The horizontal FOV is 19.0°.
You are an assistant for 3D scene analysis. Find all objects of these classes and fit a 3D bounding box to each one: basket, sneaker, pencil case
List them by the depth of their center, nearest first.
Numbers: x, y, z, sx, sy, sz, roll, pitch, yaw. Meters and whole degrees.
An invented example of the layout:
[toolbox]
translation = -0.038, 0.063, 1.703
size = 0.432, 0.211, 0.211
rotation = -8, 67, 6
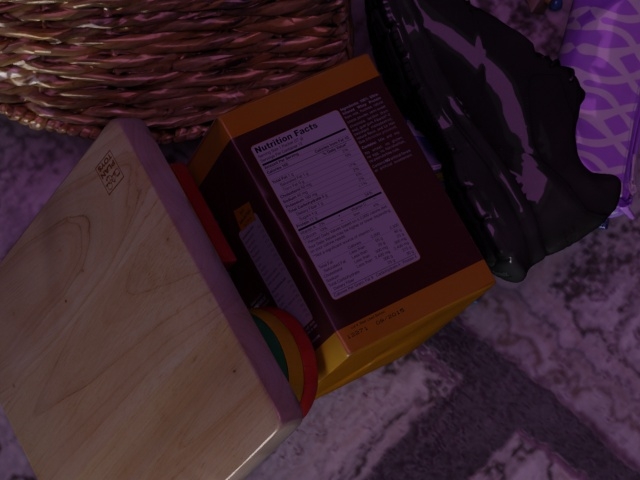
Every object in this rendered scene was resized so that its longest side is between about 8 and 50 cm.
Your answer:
[sneaker]
translation = 0.125, -0.116, 1.436
size = 0.130, 0.109, 0.286
rotation = -26, 85, -7
[pencil case]
translation = 0.225, -0.117, 1.500
size = 0.088, 0.086, 0.206
rotation = 5, 79, 38
[basket]
translation = -0.122, -0.205, 1.516
size = 0.299, 0.223, 0.213
rotation = -4, 113, -1

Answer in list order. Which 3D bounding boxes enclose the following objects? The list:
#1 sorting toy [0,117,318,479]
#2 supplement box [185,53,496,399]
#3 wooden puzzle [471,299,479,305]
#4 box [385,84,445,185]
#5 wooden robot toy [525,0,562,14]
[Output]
[sorting toy]
translation = -0.122, 0.085, 1.388
size = 0.089, 0.257, 0.255
rotation = -8, 61, -45
[supplement box]
translation = 0.000, 0.000, 1.414
size = 0.129, 0.191, 0.194
rotation = -25, 80, -23
[wooden puzzle]
translation = 0.093, 0.035, 1.514
size = 0.083, 0.006, 0.049
rotation = -21, 80, -4
[box]
translation = 0.078, -0.127, 1.517
size = 0.054, 0.059, 0.169
rotation = -10, 80, 3
[wooden robot toy]
translation = 0.197, -0.264, 1.540
size = 0.079, 0.076, 0.173
rotation = 37, 81, 17
